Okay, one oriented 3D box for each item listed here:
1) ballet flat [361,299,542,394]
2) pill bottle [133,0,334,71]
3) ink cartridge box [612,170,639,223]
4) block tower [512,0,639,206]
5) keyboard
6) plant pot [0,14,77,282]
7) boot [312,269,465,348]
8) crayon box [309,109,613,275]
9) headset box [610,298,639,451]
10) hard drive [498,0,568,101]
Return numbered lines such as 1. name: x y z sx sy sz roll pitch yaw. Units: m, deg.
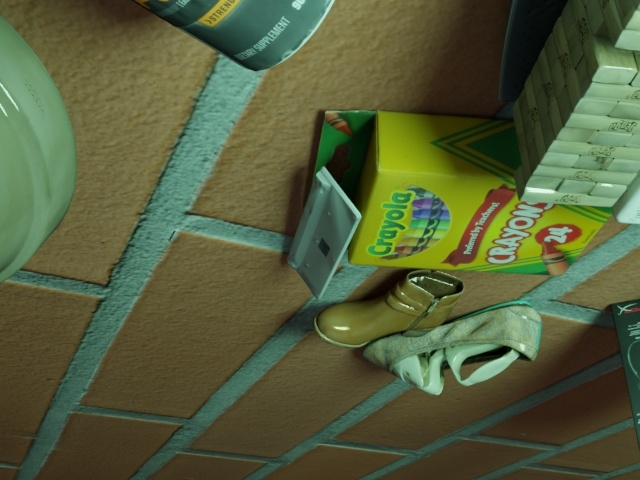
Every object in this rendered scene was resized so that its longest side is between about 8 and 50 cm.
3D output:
1. ballet flat: 0.197 0.181 1.257 0.316 0.106 0.107 -23 143 35
2. pill bottle: -0.109 -0.224 0.529 0.246 0.130 0.130 25 142 -35
3. ink cartridge box: 0.412 -0.103 0.633 0.261 0.066 0.296 5 150 -4
4. block tower: 0.235 -0.154 0.578 0.091 0.097 0.335 4 147 -7
5. keyboard: 0.000 0.000 0.964 0.014 0.072 0.256 -36 167 -23
6. plant pot: -0.393 -0.026 0.618 0.323 0.280 0.323 4 126 5
7. boot: 0.097 0.091 1.139 0.197 0.073 0.152 -3 153 -19
8. crayon box: 0.150 -0.046 0.888 0.319 0.081 0.202 3 150 -5
9. headset box: 0.556 0.222 1.139 0.218 0.293 0.110 -14 147 22
10. hard drive: 0.236 -0.209 0.629 0.172 0.054 0.254 -1 150 1
